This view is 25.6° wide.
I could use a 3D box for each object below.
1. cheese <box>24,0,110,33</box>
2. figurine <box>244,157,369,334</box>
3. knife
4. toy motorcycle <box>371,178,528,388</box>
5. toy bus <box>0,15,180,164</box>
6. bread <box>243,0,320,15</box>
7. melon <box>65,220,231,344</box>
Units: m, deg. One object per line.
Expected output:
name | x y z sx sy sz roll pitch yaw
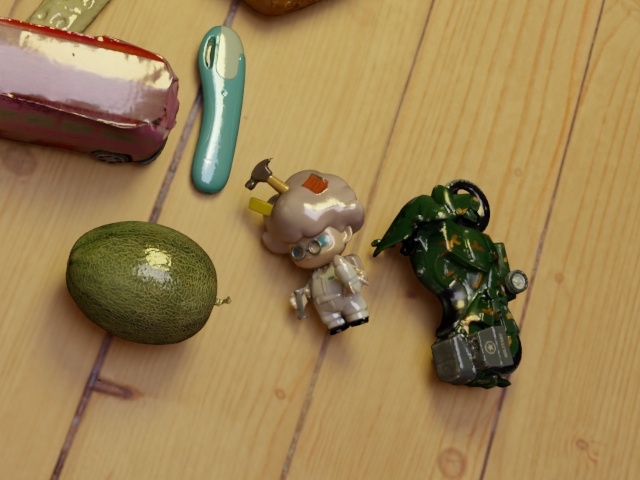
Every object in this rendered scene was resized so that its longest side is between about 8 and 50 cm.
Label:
cheese | -0.290 -0.306 1.733 0.065 0.043 0.194 40 64 -7
figurine | 0.000 0.000 1.714 0.112 0.137 0.229 -14 82 -57
knife | -0.130 -0.164 1.759 0.064 0.031 0.222 11 73 -22
toy motorcycle | 0.163 0.055 1.757 0.187 0.125 0.274 -6 76 -32
toy bus | -0.311 -0.176 1.632 0.303 0.147 0.127 10 76 -17
bread | -0.032 -0.483 1.831 0.337 0.148 0.328 -31 87 -26
melon | -0.195 0.049 1.605 0.192 0.139 0.139 16 69 -13
